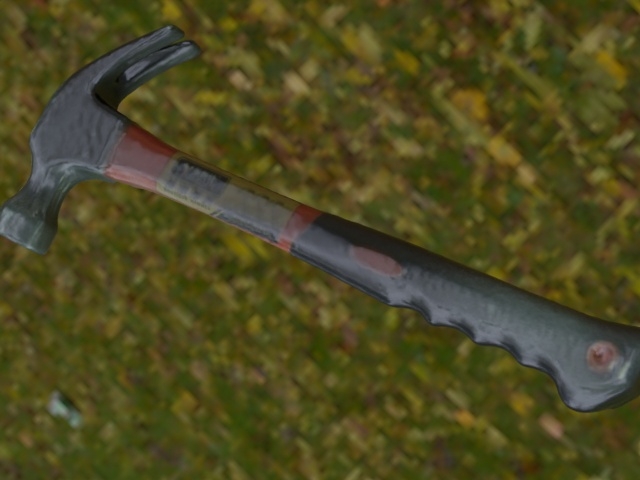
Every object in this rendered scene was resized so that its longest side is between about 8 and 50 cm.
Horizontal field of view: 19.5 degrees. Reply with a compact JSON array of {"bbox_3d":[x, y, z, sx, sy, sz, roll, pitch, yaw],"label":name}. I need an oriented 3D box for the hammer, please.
[{"bbox_3d":[0.000,0.000,0.735,0.287,0.111,0.033,25,177,27],"label":"hammer"}]
